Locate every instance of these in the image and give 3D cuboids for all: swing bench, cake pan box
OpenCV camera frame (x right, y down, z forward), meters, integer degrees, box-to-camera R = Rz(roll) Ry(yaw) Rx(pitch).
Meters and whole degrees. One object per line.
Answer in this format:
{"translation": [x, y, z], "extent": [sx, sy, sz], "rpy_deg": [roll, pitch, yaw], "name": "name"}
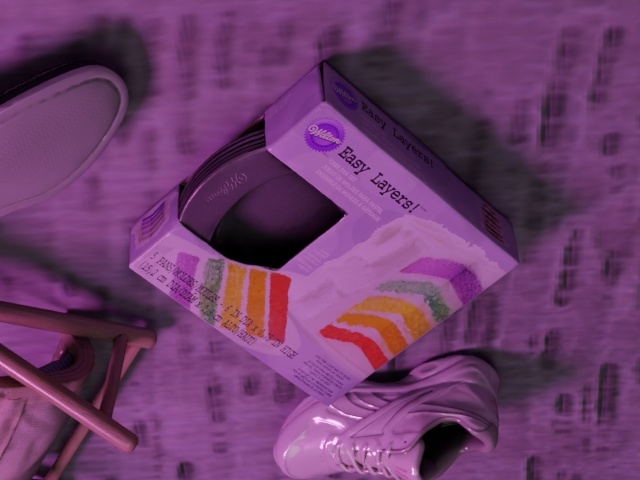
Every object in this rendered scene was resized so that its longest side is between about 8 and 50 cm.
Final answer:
{"translation": [-0.321, 0.167, 1.539], "extent": [0.254, 0.165, 0.253], "rpy_deg": [24, 124, -15], "name": "swing bench"}
{"translation": [0.000, 0.000, 1.485], "extent": [0.245, 0.070, 0.267], "rpy_deg": [-38, 121, 21], "name": "cake pan box"}

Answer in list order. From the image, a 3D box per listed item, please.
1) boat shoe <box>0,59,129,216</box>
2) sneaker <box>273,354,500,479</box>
{"translation": [-0.298, -0.060, 1.387], "extent": [0.302, 0.091, 0.114], "rpy_deg": [-35, 139, -5], "name": "boat shoe"}
{"translation": [0.063, 0.189, 1.607], "extent": [0.232, 0.115, 0.090], "rpy_deg": [-20, 127, 12], "name": "sneaker"}
